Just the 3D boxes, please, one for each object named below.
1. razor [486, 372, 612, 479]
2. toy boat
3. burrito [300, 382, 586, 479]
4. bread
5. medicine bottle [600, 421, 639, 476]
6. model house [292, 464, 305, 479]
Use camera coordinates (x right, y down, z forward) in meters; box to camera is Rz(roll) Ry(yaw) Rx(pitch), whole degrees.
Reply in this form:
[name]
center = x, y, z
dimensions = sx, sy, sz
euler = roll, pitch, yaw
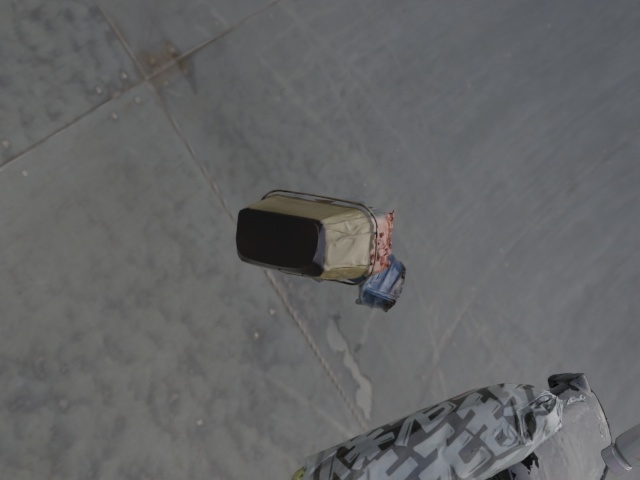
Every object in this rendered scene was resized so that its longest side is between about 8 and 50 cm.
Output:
[razor]
center = 0.384, 0.361, 1.274
dimensions = 0.349, 0.113, 0.204
euler = -20, 92, -45
[toy boat]
center = 0.109, 0.073, 1.689
dimensions = 0.142, 0.129, 0.309
euler = 27, 13, 0
[burrito]
center = 0.165, 0.297, 1.077
dimensions = 0.101, 0.445, 0.139
euler = 75, -12, -54
[bread]
center = 0.000, 0.000, 1.134
dimensions = 0.212, 0.224, 0.142
euler = -4, 102, -53
[medicine bottle]
center = 0.462, 0.305, 1.121
dimensions = 0.052, 0.089, 0.052
euler = 37, 26, -21
[model house]
center = 0.036, 0.535, 1.441
dimensions = 0.193, 0.175, 0.234
euler = 51, -4, -31
